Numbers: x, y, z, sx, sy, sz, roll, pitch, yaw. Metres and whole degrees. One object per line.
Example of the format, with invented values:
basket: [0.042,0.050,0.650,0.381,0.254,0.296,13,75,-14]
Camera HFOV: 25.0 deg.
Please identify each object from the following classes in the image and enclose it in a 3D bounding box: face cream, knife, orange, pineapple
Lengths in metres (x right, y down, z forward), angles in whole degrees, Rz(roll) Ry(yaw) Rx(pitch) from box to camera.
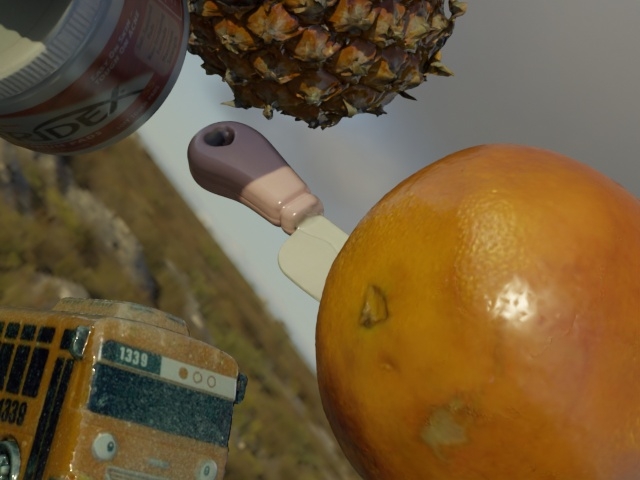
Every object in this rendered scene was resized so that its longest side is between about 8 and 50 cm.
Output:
face cream: [-0.222,-0.180,1.098,0.201,0.201,0.187,51,6,20]
knife: [-0.003,0.001,1.175,0.336,0.081,0.043,41,-31,36]
orange: [0.120,0.068,0.943,0.261,0.261,0.261,52,-3,4]
pineapple: [-0.001,-0.291,1.522,0.352,0.352,0.300,50,0,30]

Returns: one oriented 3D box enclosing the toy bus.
toy bus: [-0.119,0.079,0.663,0.091,0.103,0.182,22,-13,-38]
